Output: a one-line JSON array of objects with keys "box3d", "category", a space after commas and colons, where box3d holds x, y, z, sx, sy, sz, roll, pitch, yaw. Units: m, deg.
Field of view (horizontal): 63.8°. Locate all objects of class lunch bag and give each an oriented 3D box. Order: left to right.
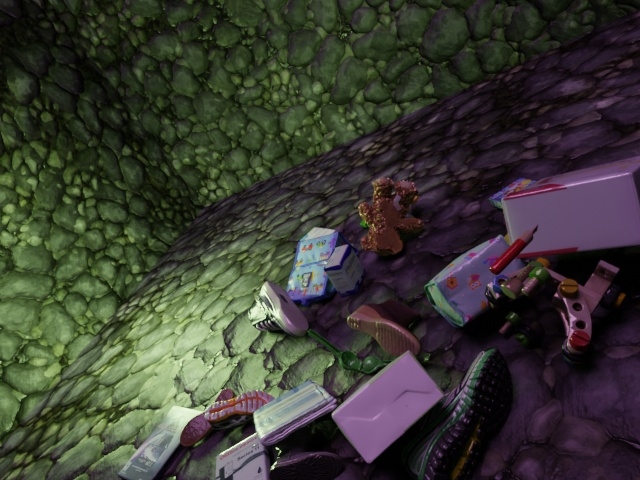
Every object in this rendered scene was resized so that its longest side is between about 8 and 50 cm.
[{"box3d": [-0.013, 0.134, 1.981, 0.221, 0.138, 0.293, -14, 43, 42], "category": "lunch bag"}, {"box3d": [0.408, 0.117, 1.379, 0.224, 0.160, 0.262, -35, -10, -3], "category": "lunch bag"}]

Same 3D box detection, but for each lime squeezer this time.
[{"box3d": [0.117, 0.323, 1.441, 0.311, 0.109, 0.059, 11, 23, 18], "category": "lime squeezer"}]

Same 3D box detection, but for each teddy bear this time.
[{"box3d": [0.260, -0.092, 1.945, 0.246, 0.113, 0.337, -3, 68, -5], "category": "teddy bear"}]

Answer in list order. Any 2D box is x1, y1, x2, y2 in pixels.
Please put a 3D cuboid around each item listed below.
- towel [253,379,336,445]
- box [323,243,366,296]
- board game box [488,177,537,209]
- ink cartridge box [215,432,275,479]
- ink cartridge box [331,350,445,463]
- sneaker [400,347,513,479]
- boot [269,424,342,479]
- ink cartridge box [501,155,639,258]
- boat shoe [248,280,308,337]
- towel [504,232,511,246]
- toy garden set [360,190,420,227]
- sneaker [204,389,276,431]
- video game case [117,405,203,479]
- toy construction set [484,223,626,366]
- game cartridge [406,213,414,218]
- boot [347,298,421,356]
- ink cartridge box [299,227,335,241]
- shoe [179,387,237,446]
[{"box3d": [-0.076, 0.450, 1.363, 0.209, 0.034, 0.285, -26, 0, -13], "category": "towel"}, {"box3d": [0.089, 0.107, 1.844, 0.072, 0.137, 0.126, -17, 28, 32], "category": "box"}, {"box3d": [0.662, -0.148, 1.702, 0.136, 0.035, 0.201, -32, 15, 2], "category": "board game box"}, {"box3d": [-0.179, 0.600, 1.280, 0.153, 0.086, 0.208, -32, 22, 2], "category": "ink cartridge box"}, {"box3d": [0.136, 0.373, 1.159, 0.207, 0.119, 0.353, -38, -15, -10], "category": "ink cartridge box"}, {"box3d": [0.287, 0.359, 1.094, 0.343, 0.134, 0.146, -45, 24, -25], "category": "sneaker"}, {"box3d": [-0.041, 0.518, 1.295, 0.190, 0.075, 0.208, -6, 8, 3], "category": "boot"}, {"box3d": [0.658, -0.089, 1.276, 0.279, 0.160, 0.385, -12, 6, 39], "category": "ink cartridge box"}, {"box3d": [-0.161, 0.291, 1.868, 0.158, 0.127, 0.340, -56, 29, 8], "category": "boat shoe"}, {"box3d": [0.622, -0.028, 1.569, 0.237, 0.021, 0.102, -43, 24, -22], "category": "towel"}, {"box3d": [0.293, -0.122, 2.113, 0.203, 0.049, 0.244, -52, 21, -9], "category": "toy garden set"}, {"box3d": [-0.233, 0.514, 1.542, 0.215, 0.083, 0.084, -13, 30, 2], "category": "sneaker"}, {"box3d": [-0.512, 0.664, 1.670, 0.196, 0.026, 0.274, -9, 34, 44], "category": "video game case"}, {"box3d": [0.512, 0.086, 1.120, 0.237, 0.308, 0.257, -44, 33, -11], "category": "toy construction set"}, {"box3d": [0.344, -0.082, 2.046, 0.056, 0.017, 0.083, -37, 23, 0], "category": "game cartridge"}, {"box3d": [0.223, 0.230, 1.436, 0.207, 0.090, 0.249, -13, 25, -43], "category": "boot"}, {"box3d": [0.000, 0.000, 2.272, 0.104, 0.060, 0.180, -42, 24, -21], "category": "ink cartridge box"}, {"box3d": [-0.347, 0.565, 1.623, 0.219, 0.058, 0.077, -44, 56, -14], "category": "shoe"}]
